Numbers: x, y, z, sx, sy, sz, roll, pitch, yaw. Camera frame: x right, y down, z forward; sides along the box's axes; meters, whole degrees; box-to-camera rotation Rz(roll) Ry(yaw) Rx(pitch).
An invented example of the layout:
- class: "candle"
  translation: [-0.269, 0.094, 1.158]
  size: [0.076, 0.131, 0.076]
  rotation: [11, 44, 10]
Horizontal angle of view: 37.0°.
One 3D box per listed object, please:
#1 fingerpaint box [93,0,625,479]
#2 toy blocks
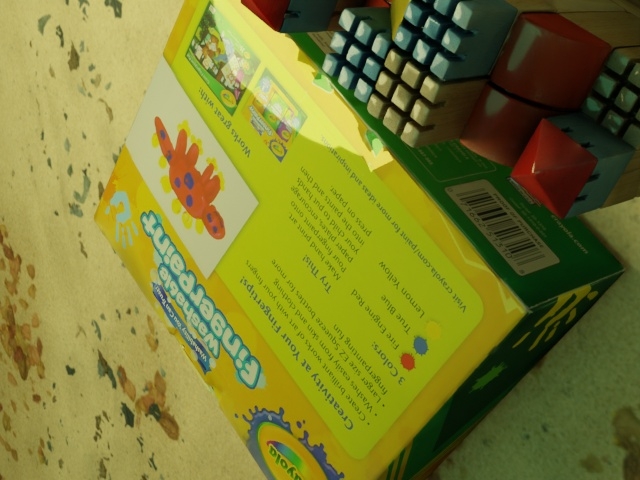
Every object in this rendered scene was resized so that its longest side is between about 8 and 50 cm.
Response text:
- class: "fingerpaint box"
  translation: [0.000, 0.000, 0.928]
  size: [0.445, 0.163, 0.371]
  rotation: [51, 131, 24]
- class: "toy blocks"
  translation: [0.122, -0.145, 0.692]
  size: [0.381, 0.261, 0.191]
  rotation: [44, 128, 29]
